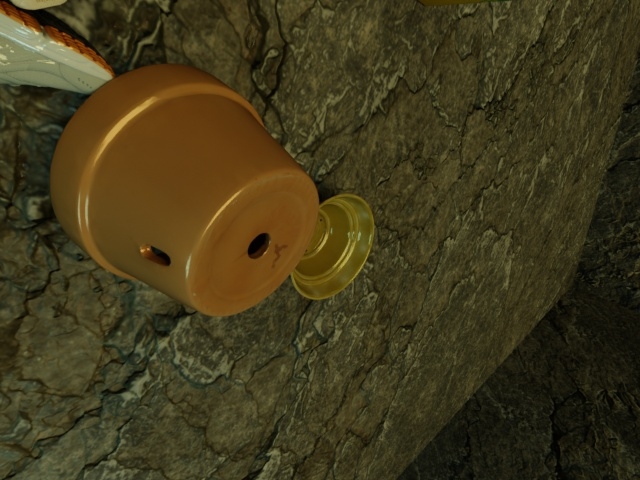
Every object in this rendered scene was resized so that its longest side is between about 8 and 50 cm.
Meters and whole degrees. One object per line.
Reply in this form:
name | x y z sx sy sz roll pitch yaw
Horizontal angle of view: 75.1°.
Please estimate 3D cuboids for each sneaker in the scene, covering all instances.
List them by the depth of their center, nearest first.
sneaker | -0.343 -0.183 0.401 0.262 0.099 0.121 11 120 -46

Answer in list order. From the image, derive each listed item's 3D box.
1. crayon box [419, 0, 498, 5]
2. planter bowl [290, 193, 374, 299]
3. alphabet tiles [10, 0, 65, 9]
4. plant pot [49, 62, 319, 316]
crayon box | 0.201 -0.469 0.597 0.363 0.313 0.106 4 105 -45
planter bowl | 0.000 0.000 0.820 0.217 0.090 0.217 -23 126 -36
alphabet tiles | -0.239 -0.360 0.343 0.284 0.021 0.278 -42 140 -36
plant pot | -0.140 -0.044 0.526 0.291 0.203 0.291 -38 147 -30
